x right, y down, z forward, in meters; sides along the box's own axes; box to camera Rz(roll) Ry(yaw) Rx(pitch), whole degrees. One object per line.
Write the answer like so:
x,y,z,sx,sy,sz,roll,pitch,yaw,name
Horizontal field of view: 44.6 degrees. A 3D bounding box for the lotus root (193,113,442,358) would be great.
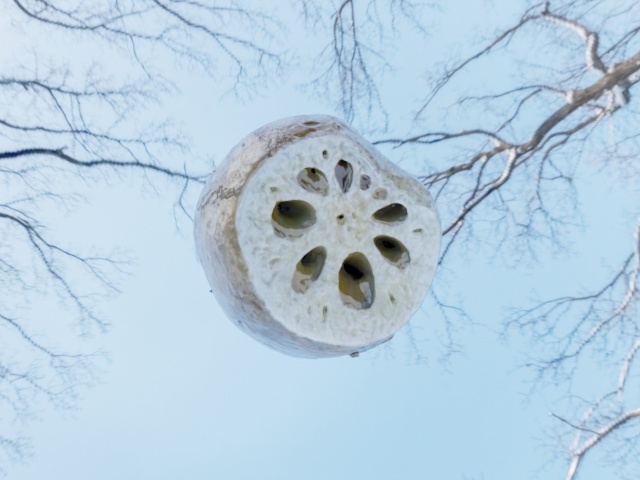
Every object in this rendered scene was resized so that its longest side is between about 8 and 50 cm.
-0.002,0.003,0.384,0.122,0.081,0.112,38,-97,-17,lotus root
